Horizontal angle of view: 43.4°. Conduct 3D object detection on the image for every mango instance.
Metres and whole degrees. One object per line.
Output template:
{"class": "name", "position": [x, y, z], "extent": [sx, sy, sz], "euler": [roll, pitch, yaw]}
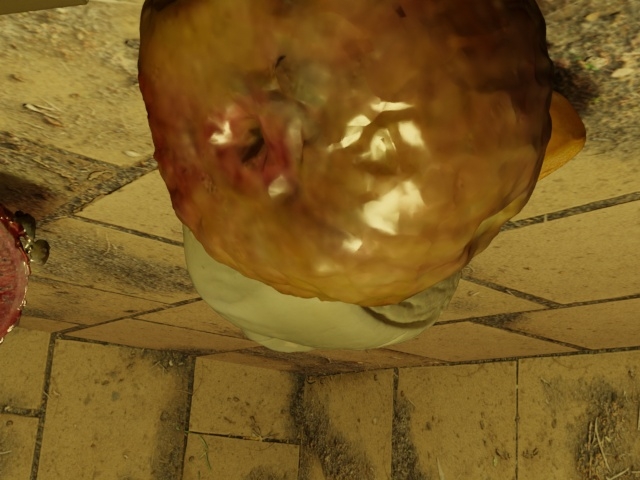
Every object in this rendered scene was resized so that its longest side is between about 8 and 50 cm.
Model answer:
{"class": "mango", "position": [0.174, -0.096, 0.806], "extent": [0.141, 0.102, 0.217], "euler": [-18, 172, -8]}

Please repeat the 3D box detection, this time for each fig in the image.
{"class": "fig", "position": [0.062, -0.108, 0.600], "extent": [0.286, 0.286, 0.368], "euler": [-11, -176, 41]}

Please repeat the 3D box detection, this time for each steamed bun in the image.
{"class": "steamed bun", "position": [-0.003, 0.002, 0.889], "extent": [0.247, 0.236, 0.383], "euler": [2, 160, 34]}

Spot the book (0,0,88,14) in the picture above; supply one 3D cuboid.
{"class": "book", "position": [-0.365, -0.229, 0.608], "extent": [0.310, 0.021, 0.217], "euler": [-1, 162, 17]}

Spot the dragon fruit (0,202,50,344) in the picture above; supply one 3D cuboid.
{"class": "dragon fruit", "position": [-0.588, 0.010, 1.119], "extent": [0.314, 0.296, 0.263], "euler": [15, -165, -42]}
